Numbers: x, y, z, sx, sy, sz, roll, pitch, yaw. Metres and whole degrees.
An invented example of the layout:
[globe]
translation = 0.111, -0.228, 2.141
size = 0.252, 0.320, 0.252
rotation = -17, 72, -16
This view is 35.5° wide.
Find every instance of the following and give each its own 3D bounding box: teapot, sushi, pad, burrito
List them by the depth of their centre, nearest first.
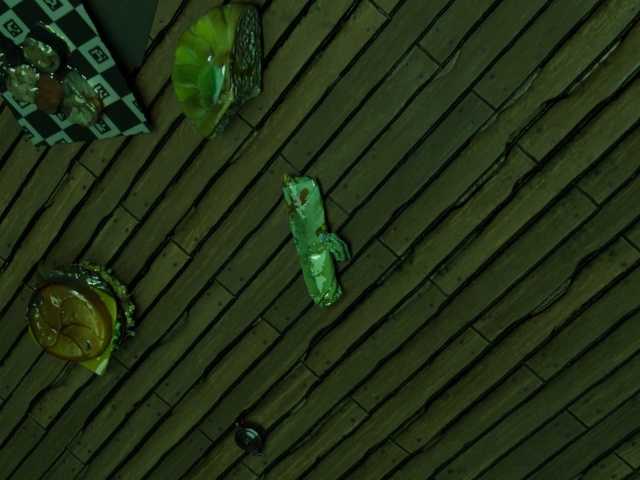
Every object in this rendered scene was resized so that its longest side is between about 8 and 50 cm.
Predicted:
[pad]
translation = -0.378, -0.429, 1.866
size = 0.143, 0.003, 0.211
rotation = 7, 122, -26
[sushi]
translation = -0.534, -0.304, 1.909
size = 0.320, 0.068, 0.339
rotation = -3, 131, 28
[burrito]
translation = 0.000, 0.000, 1.949
size = 0.104, 0.054, 0.288
rotation = -5, 110, 19
[teapot]
translation = -0.159, 0.432, 2.203
size = 0.068, 0.045, 0.100
rotation = -31, 101, 26

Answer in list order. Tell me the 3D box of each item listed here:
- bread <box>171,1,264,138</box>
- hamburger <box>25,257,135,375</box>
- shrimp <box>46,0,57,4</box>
[bread]
translation = -0.201, -0.304, 1.824
size = 0.156, 0.158, 0.260
rotation = 9, 114, 19
[hamburger]
translation = -0.518, 0.152, 2.148
size = 0.262, 0.138, 0.243
rotation = 24, 117, 7
[shrimp]
translation = -0.568, -0.468, 1.877
size = 0.360, 0.085, 0.247
rotation = 42, 150, -10
